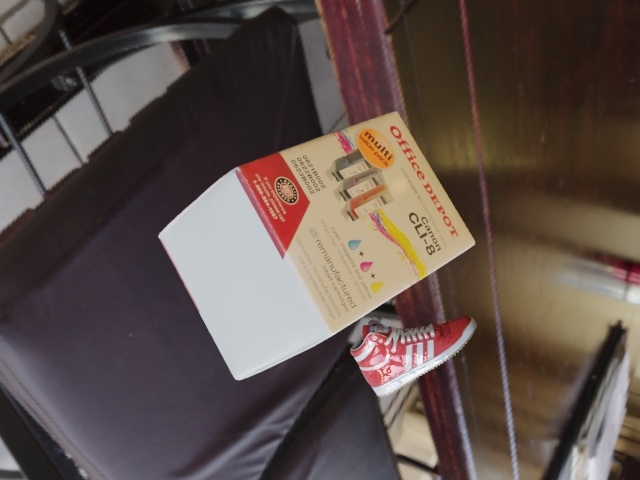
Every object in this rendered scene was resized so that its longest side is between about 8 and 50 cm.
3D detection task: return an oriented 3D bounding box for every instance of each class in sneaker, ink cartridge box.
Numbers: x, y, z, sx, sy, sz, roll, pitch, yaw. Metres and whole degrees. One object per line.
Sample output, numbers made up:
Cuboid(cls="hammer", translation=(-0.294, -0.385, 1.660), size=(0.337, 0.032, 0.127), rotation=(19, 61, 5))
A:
Cuboid(cls="sneaker", translation=(0.084, 0.091, 0.742), size=(0.118, 0.067, 0.042), rotation=(-36, -172, 10))
Cuboid(cls="ink cartridge box", translation=(0.000, 0.000, 0.595), size=(0.176, 0.127, 0.128), rotation=(-27, 85, -43))
